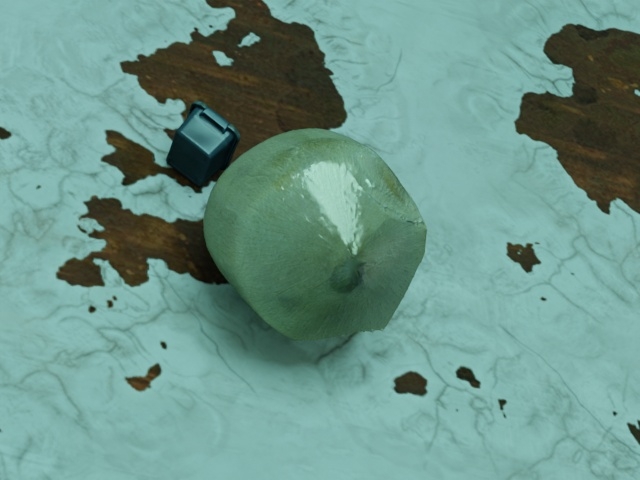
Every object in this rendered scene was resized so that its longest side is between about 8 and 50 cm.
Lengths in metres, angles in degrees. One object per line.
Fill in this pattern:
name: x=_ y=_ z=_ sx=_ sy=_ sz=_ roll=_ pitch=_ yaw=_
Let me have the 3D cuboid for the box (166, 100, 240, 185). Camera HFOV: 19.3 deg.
box: x=-0.150 y=-0.116 z=2.333 sx=0.074 sy=0.099 sz=0.054 roll=39 pitch=59 yaw=7

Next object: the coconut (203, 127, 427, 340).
coconut: x=0.000 y=0.000 z=2.188 sx=0.245 sy=0.245 sz=0.247 roll=6 pitch=18 yaw=-24
